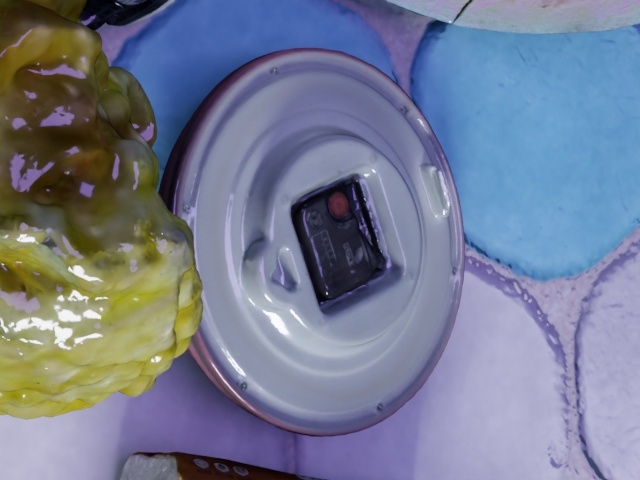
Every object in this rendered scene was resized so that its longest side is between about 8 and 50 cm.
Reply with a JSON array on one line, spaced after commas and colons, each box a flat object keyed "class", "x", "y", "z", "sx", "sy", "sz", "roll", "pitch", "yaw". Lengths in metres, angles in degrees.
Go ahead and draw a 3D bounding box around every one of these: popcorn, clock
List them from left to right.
[{"class": "popcorn", "x": -0.158, "y": -0.027, "z": 1.033, "sx": 0.173, "sy": 0.225, "sz": 0.286, "roll": -24, "pitch": 126, "yaw": -16}, {"class": "clock", "x": 0.001, "y": 0.000, "z": 1.227, "sx": 0.244, "sy": 0.056, "sz": 0.244, "roll": 2, "pitch": 86, "yaw": -40}]

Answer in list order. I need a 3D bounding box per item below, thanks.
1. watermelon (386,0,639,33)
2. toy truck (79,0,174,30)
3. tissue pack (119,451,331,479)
[{"class": "watermelon", "x": 0.116, "y": -0.293, "z": 1.262, "sx": 0.292, "sy": 0.319, "sz": 0.222, "roll": 60, "pitch": 20, "yaw": -56}, {"class": "toy truck", "x": -0.183, "y": -0.209, "z": 1.126, "sx": 0.227, "sy": 0.098, "sz": 0.114, "roll": 22, "pitch": 71, "yaw": -26}, {"class": "tissue pack", "x": -0.025, "y": 0.234, "z": 1.200, "sx": 0.226, "sy": 0.092, "sz": 0.183, "roll": 15, "pitch": 80, "yaw": -28}]
